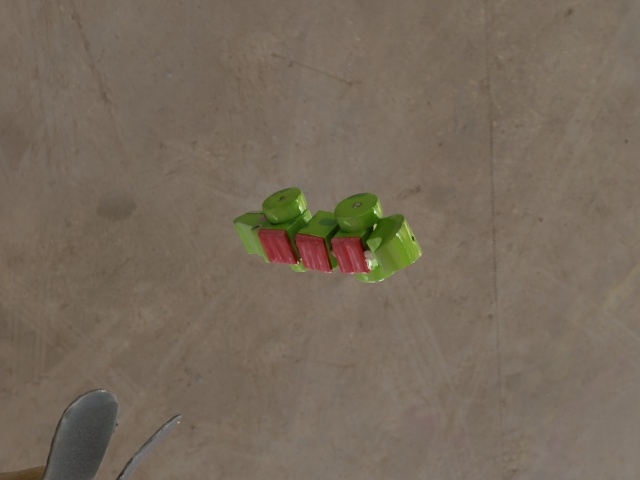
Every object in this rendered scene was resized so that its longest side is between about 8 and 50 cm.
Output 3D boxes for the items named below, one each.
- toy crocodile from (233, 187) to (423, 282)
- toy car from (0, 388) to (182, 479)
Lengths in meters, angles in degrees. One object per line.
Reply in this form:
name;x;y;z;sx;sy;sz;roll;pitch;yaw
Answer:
toy crocodile;0.000;0.000;1.157;0.105;0.340;0.115;-44;126;-38
toy car;-0.148;0.134;0.356;0.188;0.149;0.155;-44;161;-4
